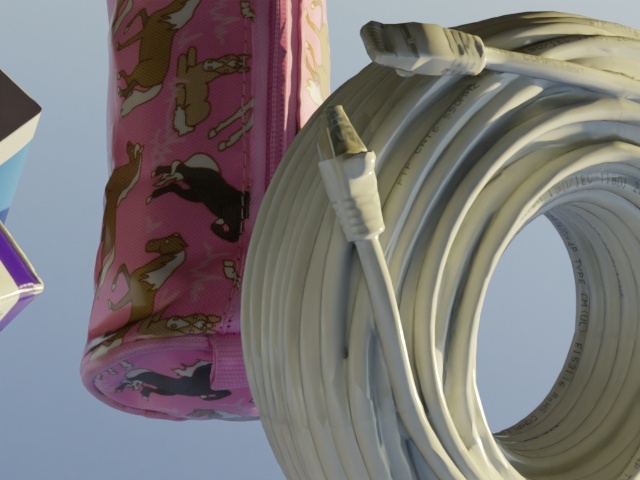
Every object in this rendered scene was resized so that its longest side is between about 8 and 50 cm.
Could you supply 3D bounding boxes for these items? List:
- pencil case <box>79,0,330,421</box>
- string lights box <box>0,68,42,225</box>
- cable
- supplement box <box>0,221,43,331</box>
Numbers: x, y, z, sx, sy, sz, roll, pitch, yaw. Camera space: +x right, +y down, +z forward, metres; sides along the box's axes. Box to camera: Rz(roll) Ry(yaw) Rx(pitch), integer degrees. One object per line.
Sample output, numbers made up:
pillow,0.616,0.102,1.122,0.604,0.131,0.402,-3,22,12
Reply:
pencil case,-0.056,-0.081,1.083,0.160,0.386,0.167,-5,158,16
string lights box,-0.278,-0.044,1.228,0.133,0.259,0.077,43,-122,7
cable,0.088,0.036,0.752,0.257,0.257,0.089,-5,-174,-35
supplement box,-0.200,0.025,0.482,0.111,0.114,0.220,-40,173,31
